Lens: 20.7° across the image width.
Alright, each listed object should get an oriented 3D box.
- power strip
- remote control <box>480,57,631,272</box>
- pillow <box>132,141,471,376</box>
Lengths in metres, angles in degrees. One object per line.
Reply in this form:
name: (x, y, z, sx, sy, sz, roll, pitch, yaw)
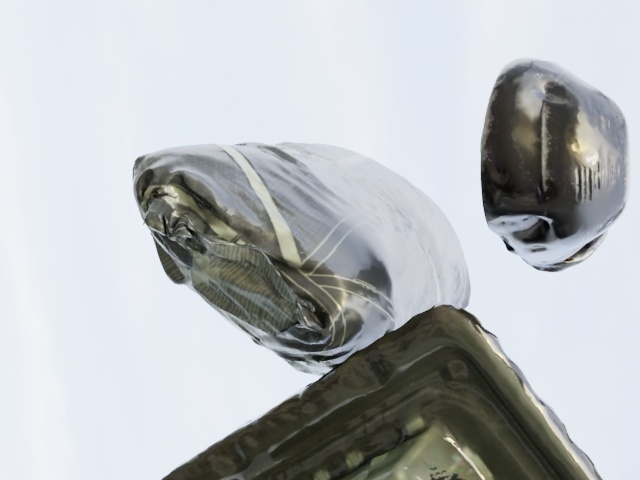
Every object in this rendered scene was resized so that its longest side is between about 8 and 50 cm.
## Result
power strip: (0.050, 0.186, 0.841, 0.251, 0.092, 0.257, 47, -48, -7)
remote control: (0.123, -0.030, 0.858, 0.266, 0.066, 0.090, 18, 84, -78)
pillow: (0.000, 0.000, 0.967, 0.161, 0.335, 0.092, 40, -77, 9)
